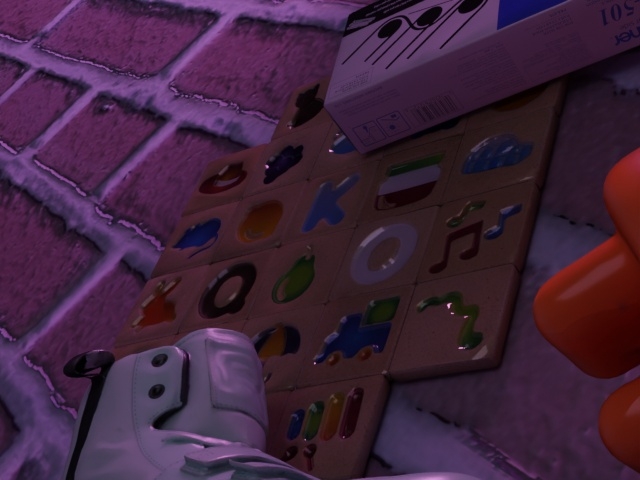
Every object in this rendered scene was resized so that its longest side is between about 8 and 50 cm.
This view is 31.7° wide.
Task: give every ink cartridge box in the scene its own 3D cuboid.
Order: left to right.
[{"bbox_3d":[0.104,-0.127,0.648,0.207,0.046,0.097,-19,37,30],"label":"ink cartridge box"}]

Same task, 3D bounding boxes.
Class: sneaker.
[{"bbox_3d":[-0.030,0.088,0.467,0.256,0.094,0.151,-20,47,35],"label":"sneaker"}]

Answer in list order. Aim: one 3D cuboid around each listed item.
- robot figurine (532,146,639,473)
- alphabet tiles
[{"bbox_3d":[0.179,-0.003,0.348,0.219,0.128,0.158,-34,23,12],"label":"robot figurine"},{"bbox_3d":[0.000,0.000,0.652,0.285,0.011,0.342,-15,39,36],"label":"alphabet tiles"}]
